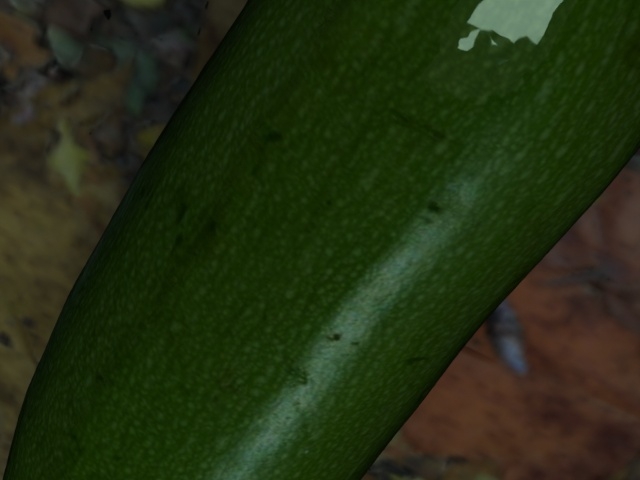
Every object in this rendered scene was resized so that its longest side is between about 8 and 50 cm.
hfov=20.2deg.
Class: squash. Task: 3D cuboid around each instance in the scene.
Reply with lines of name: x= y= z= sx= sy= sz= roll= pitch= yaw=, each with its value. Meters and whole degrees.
squash: x=0.000 y=0.000 z=0.494 sx=0.107 sy=0.107 sz=0.395 roll=31 pitch=129 yaw=-3
